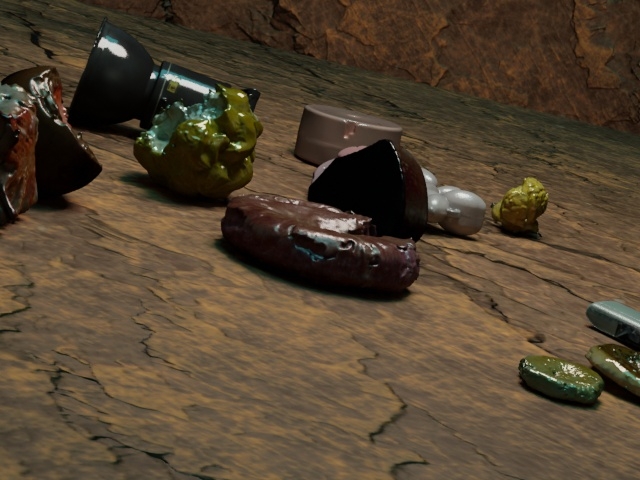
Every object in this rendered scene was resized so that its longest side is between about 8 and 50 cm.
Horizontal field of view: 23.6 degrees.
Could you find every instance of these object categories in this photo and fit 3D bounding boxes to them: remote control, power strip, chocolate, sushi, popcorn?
[{"bbox_3d":[0.357,0.104,1.612,0.065,0.029,0.166,5,16,-43],"label":"remote control"},{"bbox_3d":[0.041,-0.146,2.249,0.154,0.078,0.154,12,10,-2],"label":"power strip"},{"bbox_3d":[0.069,-0.053,1.807,0.149,0.125,0.080,21,-4,44],"label":"chocolate"},{"bbox_3d":[-0.285,-0.107,1.587,0.124,0.127,0.133,26,12,-43],"label":"chocolate"},{"bbox_3d":[-0.384,-0.114,1.506,0.332,0.124,0.130,21,25,32],"label":"sushi"},{"bbox_3d":[0.279,-0.037,2.083,0.084,0.084,0.084,14,12,-3],"label":"popcorn"}]

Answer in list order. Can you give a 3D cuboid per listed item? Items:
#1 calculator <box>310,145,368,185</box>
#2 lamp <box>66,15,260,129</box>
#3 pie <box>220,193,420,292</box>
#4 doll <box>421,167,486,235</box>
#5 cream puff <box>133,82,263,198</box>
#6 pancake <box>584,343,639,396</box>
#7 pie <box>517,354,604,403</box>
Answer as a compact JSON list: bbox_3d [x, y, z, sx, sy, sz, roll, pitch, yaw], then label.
[{"bbox_3d":[0.038,-0.080,1.947,0.103,0.024,0.166,-12,25,13],"label":"calculator"},{"bbox_3d":[-0.213,-0.191,2.076,0.227,0.147,0.172,21,-12,-11],"label":"lamp"},{"bbox_3d":[0.000,0.000,1.603,0.204,0.054,0.219,3,16,-44],"label":"pie"},{"bbox_3d":[0.143,-0.052,1.994,0.160,0.059,0.161,19,12,27],"label":"doll"},{"bbox_3d":[-0.140,-0.103,1.784,0.121,0.156,0.156,56,-9,-28],"label":"cream puff"},{"bbox_3d":[0.327,0.131,1.456,0.158,0.028,0.158,16,11,-3],"label":"pancake"},{"bbox_3d":[0.216,0.125,1.374,0.084,0.020,0.084,13,14,-3],"label":"pie"}]
